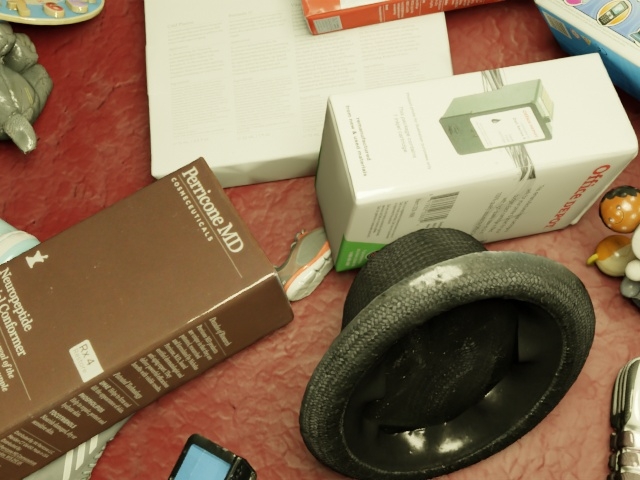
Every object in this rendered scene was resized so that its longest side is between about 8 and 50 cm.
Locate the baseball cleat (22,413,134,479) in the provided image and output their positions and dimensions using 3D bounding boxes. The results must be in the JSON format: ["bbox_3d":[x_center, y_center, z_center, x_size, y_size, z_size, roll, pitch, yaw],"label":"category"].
[{"bbox_3d":[-0.286,0.261,0.959,0.206,0.072,0.109,-31,99,-6],"label":"baseball cleat"}]

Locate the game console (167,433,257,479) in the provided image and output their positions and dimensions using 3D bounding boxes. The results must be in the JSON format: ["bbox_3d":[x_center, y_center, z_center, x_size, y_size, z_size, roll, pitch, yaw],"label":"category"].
[{"bbox_3d":[-0.137,0.299,0.918,0.071,0.107,0.122,28,82,-14],"label":"game console"}]

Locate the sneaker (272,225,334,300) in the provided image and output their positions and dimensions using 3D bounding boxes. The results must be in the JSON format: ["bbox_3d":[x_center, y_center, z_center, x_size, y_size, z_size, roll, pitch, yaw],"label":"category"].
[{"bbox_3d":[0.000,0.000,0.975,0.158,0.061,0.065,-43,66,-4],"label":"sneaker"}]

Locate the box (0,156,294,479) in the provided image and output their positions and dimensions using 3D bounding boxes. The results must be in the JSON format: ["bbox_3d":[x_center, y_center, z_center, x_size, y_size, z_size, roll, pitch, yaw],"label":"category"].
[{"bbox_3d":[-0.243,0.090,0.908,0.381,0.143,0.191,-30,63,-11],"label":"box"}]

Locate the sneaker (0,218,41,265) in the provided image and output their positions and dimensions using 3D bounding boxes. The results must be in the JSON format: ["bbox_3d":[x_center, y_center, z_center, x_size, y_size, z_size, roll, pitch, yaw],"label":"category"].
[{"bbox_3d":[-0.522,0.072,1.008,0.208,0.127,0.319,38,75,13],"label":"sneaker"}]

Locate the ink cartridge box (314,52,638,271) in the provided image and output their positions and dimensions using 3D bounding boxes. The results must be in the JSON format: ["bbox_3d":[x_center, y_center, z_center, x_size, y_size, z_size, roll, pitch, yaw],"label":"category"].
[{"bbox_3d":[0.151,-0.076,0.859,0.289,0.211,0.121,-10,70,-9],"label":"ink cartridge box"}]

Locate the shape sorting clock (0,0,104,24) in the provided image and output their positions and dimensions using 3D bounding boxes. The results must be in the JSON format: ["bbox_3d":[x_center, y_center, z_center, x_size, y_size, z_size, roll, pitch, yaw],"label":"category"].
[{"bbox_3d":[-0.394,-0.337,1.066,0.206,0.206,0.040,21,122,13],"label":"shape sorting clock"}]

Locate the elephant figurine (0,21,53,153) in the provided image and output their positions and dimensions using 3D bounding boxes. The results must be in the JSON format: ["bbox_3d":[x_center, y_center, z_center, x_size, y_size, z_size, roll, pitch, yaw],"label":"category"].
[{"bbox_3d":[-0.493,-0.184,1.066,0.239,0.186,0.169,-21,117,14],"label":"elephant figurine"}]

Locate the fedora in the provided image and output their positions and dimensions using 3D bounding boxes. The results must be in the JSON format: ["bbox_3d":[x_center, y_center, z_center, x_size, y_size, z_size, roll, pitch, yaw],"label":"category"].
[{"bbox_3d":[0.115,0.106,0.842,0.334,0.334,0.152,-22,43,3],"label":"fedora"}]

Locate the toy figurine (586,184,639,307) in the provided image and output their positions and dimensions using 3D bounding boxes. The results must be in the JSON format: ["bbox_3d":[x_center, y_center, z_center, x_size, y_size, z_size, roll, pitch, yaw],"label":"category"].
[{"bbox_3d":[0.391,-0.027,0.842,0.209,0.213,0.148,-42,65,0],"label":"toy figurine"}]

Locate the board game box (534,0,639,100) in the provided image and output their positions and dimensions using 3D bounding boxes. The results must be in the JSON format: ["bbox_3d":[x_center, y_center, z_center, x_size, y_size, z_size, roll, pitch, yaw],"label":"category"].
[{"bbox_3d":[0.420,-0.254,0.762,0.302,0.086,0.308,-42,43,8],"label":"board game box"}]

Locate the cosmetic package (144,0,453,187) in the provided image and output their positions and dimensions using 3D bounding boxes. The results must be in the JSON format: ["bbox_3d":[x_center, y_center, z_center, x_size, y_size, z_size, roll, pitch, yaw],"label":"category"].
[{"bbox_3d":[-0.028,-0.227,1.014,0.377,0.097,0.284,-7,77,7],"label":"cosmetic package"}]

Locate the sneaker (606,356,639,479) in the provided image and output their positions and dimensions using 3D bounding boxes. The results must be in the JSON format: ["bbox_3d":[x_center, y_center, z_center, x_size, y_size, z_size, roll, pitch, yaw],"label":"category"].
[{"bbox_3d":[0.384,0.269,0.825,0.163,0.106,0.281,9,77,8],"label":"sneaker"}]

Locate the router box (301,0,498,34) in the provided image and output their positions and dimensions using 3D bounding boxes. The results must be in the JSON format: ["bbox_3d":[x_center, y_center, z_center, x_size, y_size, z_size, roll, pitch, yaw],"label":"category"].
[{"bbox_3d":[0.105,-0.435,0.922,0.301,0.082,0.335,-10,87,5],"label":"router box"}]
